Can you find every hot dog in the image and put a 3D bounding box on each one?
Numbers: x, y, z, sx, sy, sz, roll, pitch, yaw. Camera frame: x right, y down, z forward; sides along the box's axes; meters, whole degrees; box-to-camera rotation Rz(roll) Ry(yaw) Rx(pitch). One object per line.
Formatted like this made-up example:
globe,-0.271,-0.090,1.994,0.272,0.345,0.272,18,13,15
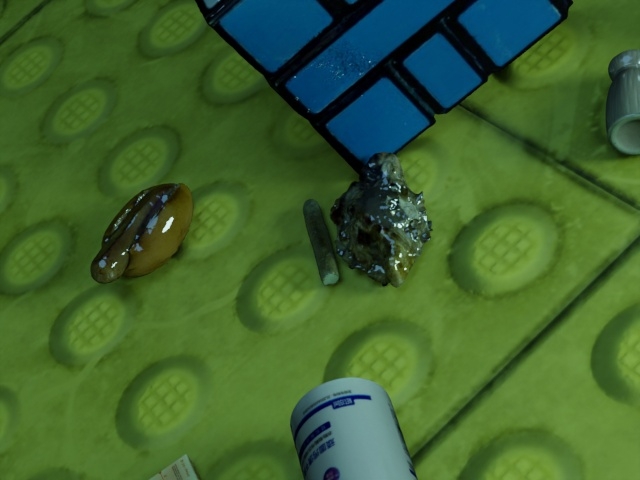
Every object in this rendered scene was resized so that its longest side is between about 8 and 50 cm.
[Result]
hot dog,-0.190,-0.008,1.538,0.140,0.060,0.090,-51,40,-11

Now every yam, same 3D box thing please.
yam,0.000,0.000,1.437,0.021,0.021,0.116,-26,42,10

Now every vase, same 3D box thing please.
vase,0.289,-0.129,1.346,0.053,0.053,0.100,-14,42,22

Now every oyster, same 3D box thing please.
oyster,0.055,-0.017,1.397,0.103,0.051,0.148,-39,52,7

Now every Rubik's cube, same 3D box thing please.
Rubik's cube,0.034,-0.294,1.462,0.288,0.283,0.293,-40,44,11

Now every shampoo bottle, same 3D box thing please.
shampoo bottle,0.048,0.245,1.135,0.092,0.092,0.303,-27,43,10

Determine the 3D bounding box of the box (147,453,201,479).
box,-0.127,0.240,1.307,0.058,0.015,0.093,-33,41,0
